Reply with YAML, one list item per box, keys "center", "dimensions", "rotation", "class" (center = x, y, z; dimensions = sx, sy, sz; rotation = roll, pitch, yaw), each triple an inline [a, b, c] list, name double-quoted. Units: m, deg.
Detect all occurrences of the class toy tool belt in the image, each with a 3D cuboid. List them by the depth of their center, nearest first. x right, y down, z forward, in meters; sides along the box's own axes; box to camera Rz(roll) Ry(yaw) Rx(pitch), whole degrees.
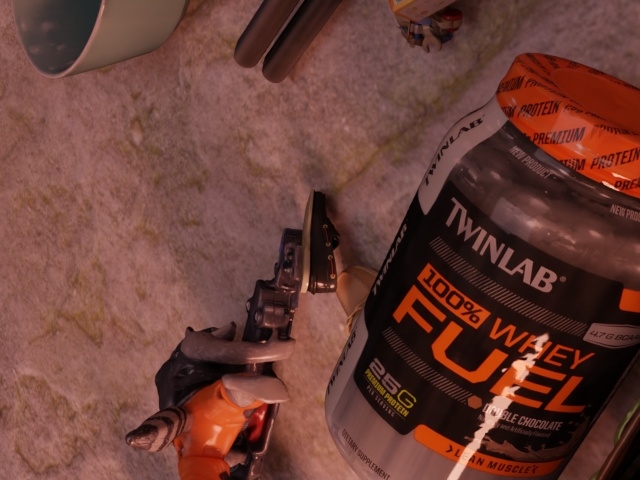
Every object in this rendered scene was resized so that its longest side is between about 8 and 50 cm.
- center: [0.105, -0.206, 0.870]
  dimensions: [0.083, 0.052, 0.051]
  rotation: [38, 146, 41]
  class: "toy tool belt"

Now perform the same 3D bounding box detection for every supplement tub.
- center: [0.151, 0.042, 0.706]
  dimensions: [0.207, 0.207, 0.338]
  rotation: [46, 125, 38]
  class: "supplement tub"

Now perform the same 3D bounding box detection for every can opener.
- center: [0.000, -0.298, 0.982]
  dimensions: [0.283, 0.076, 0.095]
  rotation: [-47, 26, 41]
  class: "can opener"

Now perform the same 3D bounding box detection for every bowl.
- center: [-0.283, -0.368, 1.219]
  dimensions: [0.311, 0.163, 0.312]
  rotation: [4, 95, 49]
  class: "bowl"

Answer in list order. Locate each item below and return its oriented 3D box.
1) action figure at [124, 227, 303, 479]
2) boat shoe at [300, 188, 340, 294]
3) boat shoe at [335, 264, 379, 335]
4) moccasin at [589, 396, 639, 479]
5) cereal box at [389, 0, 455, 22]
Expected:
- center: [-0.117, 0.147, 1.018]
  dimensions: [0.330, 0.178, 0.341]
  rotation: [-136, 58, -77]
  class: "action figure"
- center: [0.000, 0.001, 0.991]
  dimensions: [0.049, 0.042, 0.133]
  rotation: [102, 170, -53]
  class: "boat shoe"
- center: [0.058, 0.086, 0.928]
  dimensions: [0.170, 0.059, 0.063]
  rotation: [49, 128, 38]
  class: "boat shoe"
- center: [0.283, 0.101, 0.600]
  dimensions: [0.139, 0.147, 0.380]
  rotation: [53, 129, 33]
  class: "moccasin"
- center: [0.146, -0.319, 0.772]
  dimensions: [0.240, 0.047, 0.173]
  rotation: [-24, 73, 35]
  class: "cereal box"
